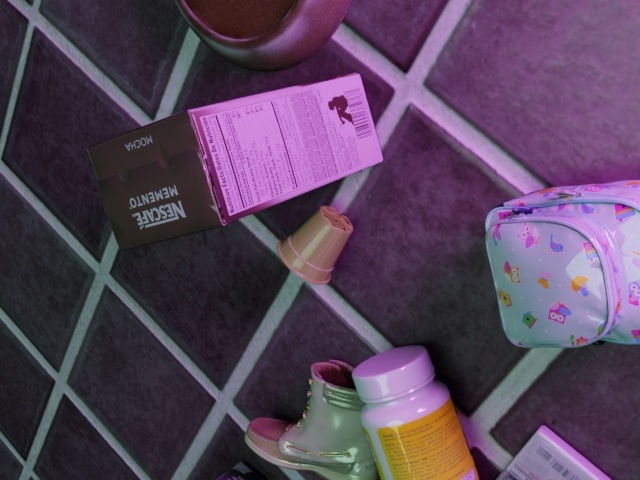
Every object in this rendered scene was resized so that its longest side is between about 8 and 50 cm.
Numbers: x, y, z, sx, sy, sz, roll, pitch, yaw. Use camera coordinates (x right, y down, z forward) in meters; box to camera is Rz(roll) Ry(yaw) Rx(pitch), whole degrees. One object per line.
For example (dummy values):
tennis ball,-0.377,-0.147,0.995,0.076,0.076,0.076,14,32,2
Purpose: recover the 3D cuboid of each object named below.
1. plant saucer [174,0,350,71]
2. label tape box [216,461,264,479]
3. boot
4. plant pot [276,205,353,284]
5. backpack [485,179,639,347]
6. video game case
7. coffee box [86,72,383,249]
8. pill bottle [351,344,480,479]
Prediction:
plant saucer,-0.093,-0.360,0.992,0.310,0.050,0.311,14,115,32
label tape box,-0.145,0.508,1.159,0.249,0.347,0.115,34,124,22
boot,-0.012,0.242,1.138,0.213,0.077,0.165,12,114,28
plant pot,0.000,0.000,1.044,0.083,0.083,0.079,45,114,15
backpack,0.266,0.026,0.805,0.188,0.144,0.166,-8,98,37
video game case,0.298,0.340,0.976,0.190,0.022,0.173,39,125,18
coffee box,-0.085,-0.096,0.921,0.168,0.297,0.119,-10,100,39
pill bottle,0.119,0.245,1.012,0.119,0.119,0.208,-14,98,39
